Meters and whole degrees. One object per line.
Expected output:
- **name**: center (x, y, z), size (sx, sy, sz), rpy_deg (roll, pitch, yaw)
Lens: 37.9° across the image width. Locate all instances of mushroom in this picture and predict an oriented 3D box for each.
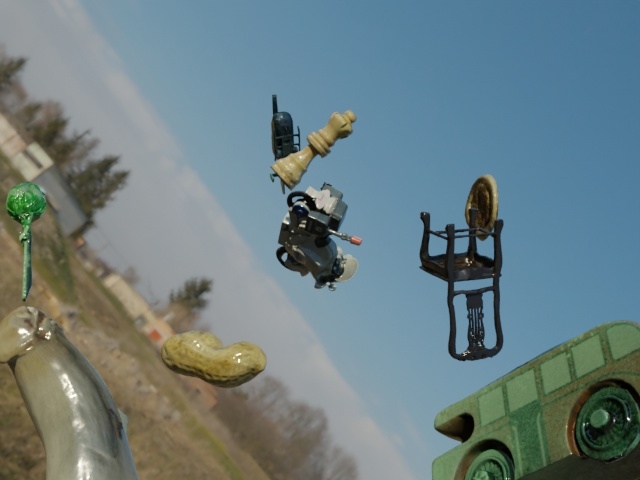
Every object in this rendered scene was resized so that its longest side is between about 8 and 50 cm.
- **mushroom**: center (-0.384, 0.282, 1.414), size (0.177, 0.126, 0.396), rpy_deg (4, 55, -46)

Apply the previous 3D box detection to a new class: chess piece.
- **chess piece**: center (-0.007, -0.163, 1.619), size (0.060, 0.172, 0.060), rpy_deg (48, 2, -2)

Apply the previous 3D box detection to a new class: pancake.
- **pancake**: center (0.334, -0.068, 1.922), size (0.139, 0.022, 0.139), rpy_deg (-174, -90, -72)

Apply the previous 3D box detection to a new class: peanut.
- **peanut**: center (-0.219, 0.241, 1.900), size (0.230, 0.103, 0.098), rpy_deg (12, -4, 21)

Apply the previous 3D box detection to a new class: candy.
- **candy**: center (-0.651, 0.001, 2.065), size (0.097, 0.097, 0.323), rpy_deg (65, 8, -52)

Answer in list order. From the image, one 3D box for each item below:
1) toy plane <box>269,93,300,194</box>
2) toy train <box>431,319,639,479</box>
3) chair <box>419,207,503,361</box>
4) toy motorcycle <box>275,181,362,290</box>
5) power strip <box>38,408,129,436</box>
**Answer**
- **toy plane**: center (-0.087, -0.202, 2.077), size (0.096, 0.060, 0.234), rpy_deg (-126, -151, -53)
- **toy train**: center (0.255, 0.194, 0.933), size (0.129, 0.326, 0.159), rpy_deg (27, 43, -30)
- **chair**: center (0.231, 0.070, 1.524), size (0.113, 0.106, 0.229), rpy_deg (-150, -123, -68)
- **toy motorcycle**: center (0.000, 0.000, 1.603), size (0.150, 0.102, 0.221), rpy_deg (24, -39, 9)
- **power strip**: center (-0.472, 0.381, 1.830), size (0.198, 0.065, 0.213), rpy_deg (49, 20, -26)
